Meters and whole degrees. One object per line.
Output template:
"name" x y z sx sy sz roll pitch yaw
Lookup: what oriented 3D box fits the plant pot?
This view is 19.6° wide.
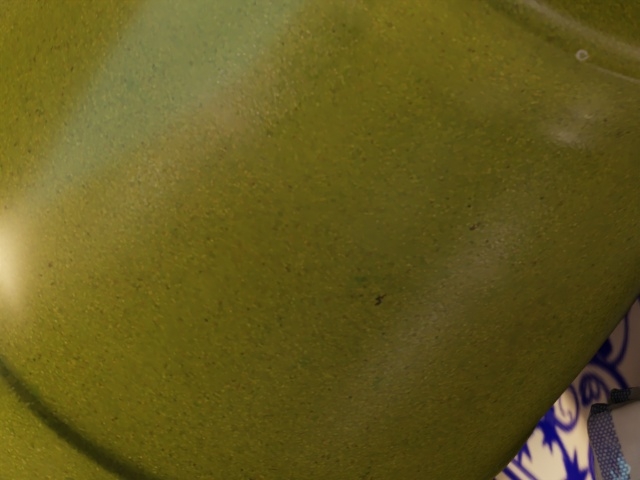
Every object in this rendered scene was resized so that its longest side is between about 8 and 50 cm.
"plant pot" 0.019 -0.077 0.784 0.353 0.366 0.366 -47 48 49

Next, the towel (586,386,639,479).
"towel" 0.190 0.144 0.734 0.285 0.034 0.209 146 118 -67
